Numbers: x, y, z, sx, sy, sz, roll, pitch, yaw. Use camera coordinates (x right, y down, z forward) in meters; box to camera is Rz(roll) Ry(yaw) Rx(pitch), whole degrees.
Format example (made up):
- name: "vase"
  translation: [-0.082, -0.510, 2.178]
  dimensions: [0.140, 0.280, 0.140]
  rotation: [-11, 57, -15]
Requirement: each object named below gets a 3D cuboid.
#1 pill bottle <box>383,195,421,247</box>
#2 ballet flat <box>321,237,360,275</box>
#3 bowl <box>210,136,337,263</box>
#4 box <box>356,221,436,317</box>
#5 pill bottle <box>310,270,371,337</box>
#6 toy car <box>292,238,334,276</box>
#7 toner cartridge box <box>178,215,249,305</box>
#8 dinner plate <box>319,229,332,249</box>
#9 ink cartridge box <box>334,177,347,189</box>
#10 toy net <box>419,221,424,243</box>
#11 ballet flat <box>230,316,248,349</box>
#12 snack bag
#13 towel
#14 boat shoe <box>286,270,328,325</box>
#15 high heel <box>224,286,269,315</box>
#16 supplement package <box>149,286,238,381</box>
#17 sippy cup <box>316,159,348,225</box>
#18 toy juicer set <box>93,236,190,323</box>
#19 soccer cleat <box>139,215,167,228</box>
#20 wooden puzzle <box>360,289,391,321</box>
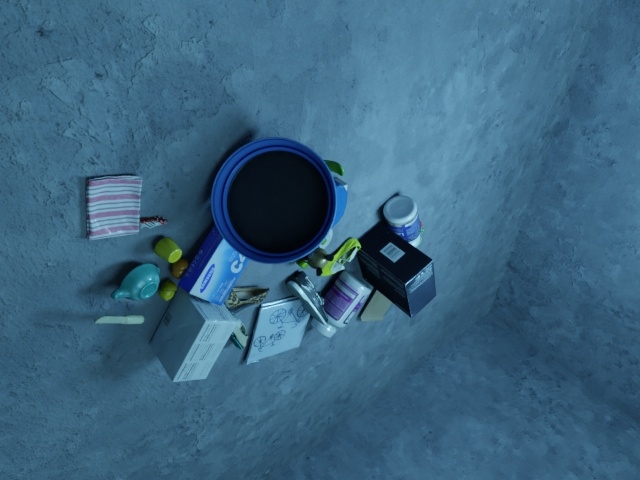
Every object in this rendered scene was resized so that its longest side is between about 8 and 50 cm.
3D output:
- name: "pill bottle"
  translation: [0.393, -0.077, 2.228]
  dimensions: [0.153, 0.153, 0.264]
  rotation: [-42, 143, -11]
- name: "ballet flat"
  translation: [0.094, 0.086, 2.127]
  dimensions: [0.231, 0.077, 0.077]
  rotation: [-47, 145, -2]
- name: "bowl"
  translation: [-0.140, -0.121, 1.472]
  dimensions: [0.391, 0.391, 0.077]
  rotation: [-53, 175, 5]
- name: "box"
  translation: [0.352, 0.139, 2.220]
  dimensions: [0.179, 0.343, 0.312]
  rotation: [-39, 143, -15]
- name: "pill bottle"
  translation: [0.090, 0.306, 2.244]
  dimensions: [0.301, 0.169, 0.169]
  rotation: [-53, 144, 5]
- name: "toy car"
  translation: [-0.027, 0.061, 1.874]
  dimensions: [0.149, 0.188, 0.155]
  rotation: [32, 97, -42]
- name: "toner cartridge box"
  translation: [-0.318, 0.039, 1.604]
  dimensions: [0.347, 0.075, 0.165]
  rotation: [-60, 143, -6]
- name: "dinner plate"
  translation: [0.000, 0.000, 2.006]
  dimensions: [0.141, 0.017, 0.141]
  rotation: [-26, 137, -27]
- name: "ink cartridge box"
  translation: [0.042, -0.157, 1.867]
  dimensions: [0.109, 0.063, 0.150]
  rotation: [-25, 138, -30]
- name: "toy net"
  translation: [0.484, -0.058, 2.431]
  dimensions: [0.122, 0.045, 0.232]
  rotation: [-46, 144, -4]
- name: "ballet flat"
  translation: [-0.350, 0.356, 1.916]
  dimensions: [0.086, 0.086, 0.248]
  rotation: [-38, 146, -16]
- name: "snack bag"
  translation: [-0.179, 0.399, 2.160]
  dimensions: [0.323, 0.037, 0.342]
  rotation: [-9, 128, -41]
- name: "towel"
  translation: [-0.574, -0.089, 1.318]
  dimensions: [0.144, 0.029, 0.196]
  rotation: [-12, 130, -39]
- name: "boat shoe"
  translation: [-0.032, 0.259, 2.079]
  dimensions: [0.091, 0.114, 0.302]
  rotation: [-48, 130, -20]
- name: "high heel"
  translation: [-0.287, 0.188, 1.799]
  dimensions: [0.186, 0.093, 0.261]
  rotation: [-30, 156, -15]
- name: "supplement package"
  translation: [-0.451, 0.327, 1.669]
  dimensions: [0.145, 0.204, 0.261]
  rotation: [15, 111, -50]
- name: "sippy cup"
  translation: [-0.039, -0.145, 1.616]
  dimensions: [0.240, 0.224, 0.305]
  rotation: [11, 102, -61]
- name: "toy juicer set"
  translation: [-0.559, 0.149, 1.510]
  dimensions: [0.329, 0.090, 0.209]
  rotation: [-48, 158, -16]
- name: "soccer cleat"
  translation: [-0.505, -0.052, 1.426]
  dimensions: [0.083, 0.029, 0.035]
  rotation: [-6, 135, -40]
- name: "wooden puzzle"
  translation: [0.331, 0.341, 2.638]
  dimensions: [0.221, 0.044, 0.238]
  rotation: [8, 112, -49]
